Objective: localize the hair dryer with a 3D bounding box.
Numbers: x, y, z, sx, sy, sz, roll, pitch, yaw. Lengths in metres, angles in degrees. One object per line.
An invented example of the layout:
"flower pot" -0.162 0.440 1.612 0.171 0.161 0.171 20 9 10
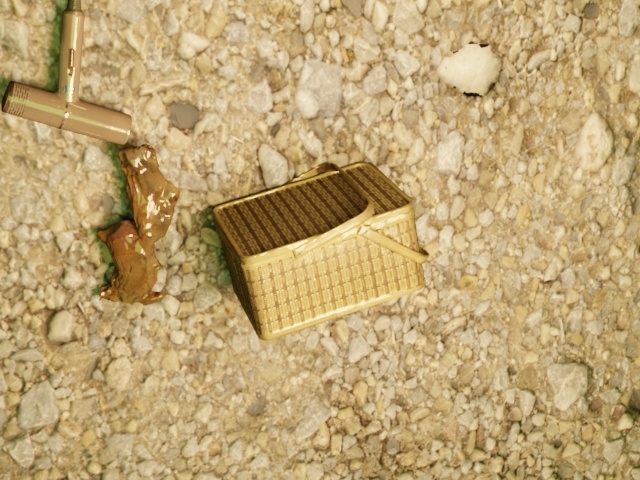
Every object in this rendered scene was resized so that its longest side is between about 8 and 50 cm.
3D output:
"hair dryer" -0.364 -0.275 1.627 0.195 0.054 0.220 16 98 -25

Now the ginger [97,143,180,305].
"ginger" -0.300 -0.026 1.735 0.122 0.084 0.290 11 112 0

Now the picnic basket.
"picnic basket" 0.000 0.000 1.757 0.313 0.228 0.175 -18 118 -11
